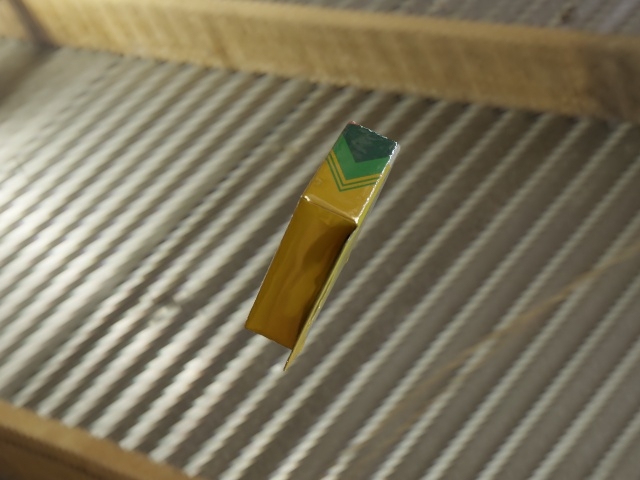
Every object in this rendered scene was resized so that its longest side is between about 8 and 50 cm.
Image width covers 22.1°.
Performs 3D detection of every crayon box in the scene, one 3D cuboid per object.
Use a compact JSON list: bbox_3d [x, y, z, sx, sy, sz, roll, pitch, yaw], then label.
[{"bbox_3d":[0.000,0.000,2.042,0.081,0.202,0.318,26,-153,1],"label":"crayon box"}]
